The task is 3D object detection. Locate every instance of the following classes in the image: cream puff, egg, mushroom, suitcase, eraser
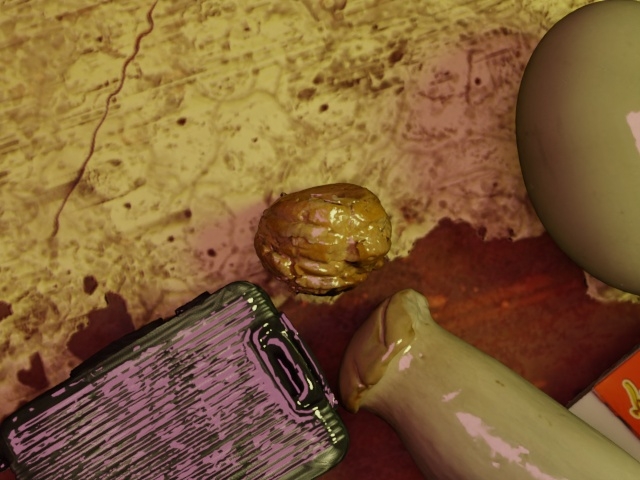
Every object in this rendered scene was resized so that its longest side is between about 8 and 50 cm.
[{"bbox_3d":[0.000,0.000,1.345,0.133,0.119,0.104,-7,104,27],"label":"cream puff"},{"bbox_3d":[0.283,-0.080,1.291,0.219,0.219,0.269,-17,96,0],"label":"egg"},{"bbox_3d":[0.189,0.211,1.309,0.407,0.154,0.137,39,69,12],"label":"mushroom"},{"bbox_3d":[-0.139,0.182,1.321,0.312,0.128,0.202,-31,85,-1],"label":"suitcase"},{"bbox_3d":[0.336,0.146,1.290,0.157,0.038,0.230,44,130,4],"label":"eraser"}]
